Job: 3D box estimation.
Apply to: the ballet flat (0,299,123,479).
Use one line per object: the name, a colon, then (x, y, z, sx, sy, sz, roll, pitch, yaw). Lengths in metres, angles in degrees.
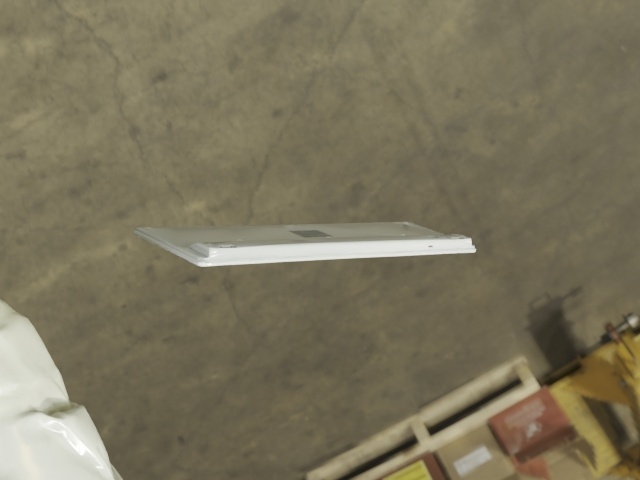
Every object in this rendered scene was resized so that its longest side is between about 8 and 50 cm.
ballet flat: (-0.209, 0.057, 0.438, 0.400, 0.139, 0.139, 28, 125, -2)

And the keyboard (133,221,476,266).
keyboard: (0.000, 0.000, 0.694, 0.256, 0.072, 0.014, -2, 101, -44)
